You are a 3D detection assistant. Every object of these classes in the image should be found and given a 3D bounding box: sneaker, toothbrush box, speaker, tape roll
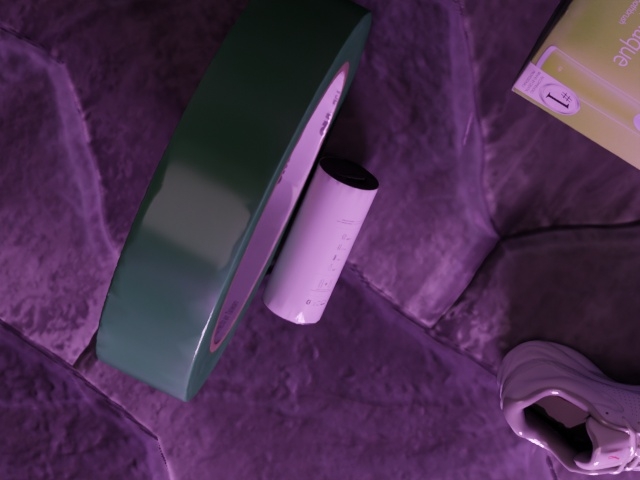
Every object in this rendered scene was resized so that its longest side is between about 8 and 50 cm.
[{"bbox_3d":[0.249,0.161,1.417,0.232,0.115,0.090,14,113,8],"label":"sneaker"},{"bbox_3d":[0.312,-0.126,1.244,0.283,0.122,0.206,32,147,-1],"label":"toothbrush box"},{"bbox_3d":[0.000,0.000,1.449,0.055,0.055,0.136,25,114,3],"label":"speaker"},{"bbox_3d":[-0.062,-0.040,1.303,0.077,0.321,0.321,25,114,3],"label":"tape roll"}]
